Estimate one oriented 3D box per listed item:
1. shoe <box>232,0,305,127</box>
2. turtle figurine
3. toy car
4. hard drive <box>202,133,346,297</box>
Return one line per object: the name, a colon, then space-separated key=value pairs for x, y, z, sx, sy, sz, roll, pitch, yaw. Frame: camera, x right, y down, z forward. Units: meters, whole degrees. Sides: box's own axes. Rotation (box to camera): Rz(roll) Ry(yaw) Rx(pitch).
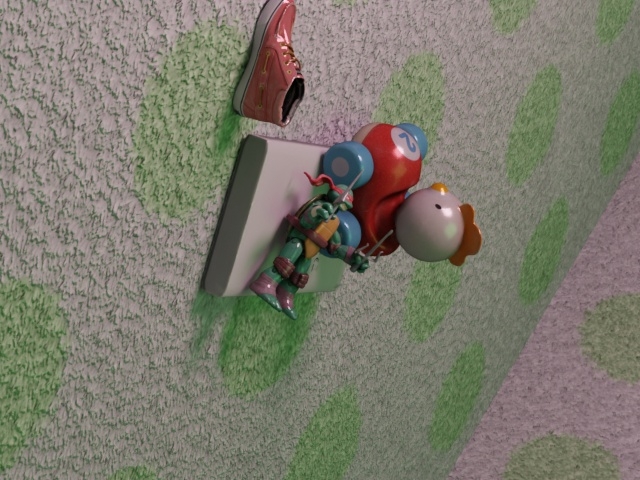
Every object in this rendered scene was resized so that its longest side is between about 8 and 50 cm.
shoe: x=-0.051 y=-0.242 z=1.826 sx=0.063 sy=0.081 sz=0.178 roll=18 pitch=93 yaw=-64
turtle figurine: x=0.000 y=0.000 z=1.953 sx=0.234 sy=0.118 sz=0.175 roll=-52 pitch=138 yaw=1
toy car: x=0.147 y=-0.054 z=2.055 sx=0.219 sy=0.238 sz=0.210 roll=-24 pitch=129 yaw=-56
hard drive: x=-0.039 y=-0.033 z=2.039 sx=0.353 sy=0.047 sz=0.233 roll=1 pitch=108 yaw=-63
